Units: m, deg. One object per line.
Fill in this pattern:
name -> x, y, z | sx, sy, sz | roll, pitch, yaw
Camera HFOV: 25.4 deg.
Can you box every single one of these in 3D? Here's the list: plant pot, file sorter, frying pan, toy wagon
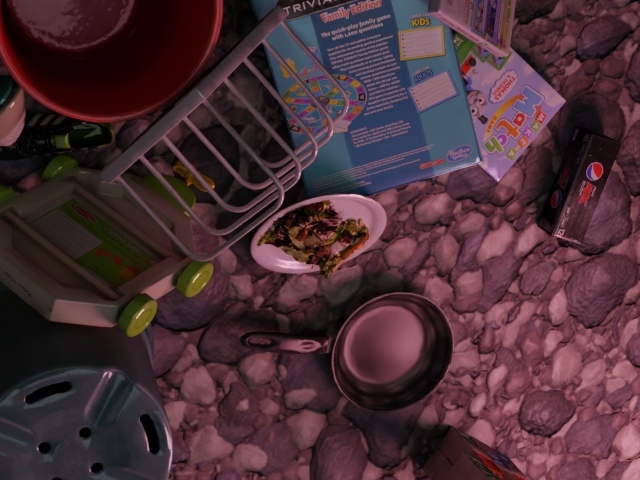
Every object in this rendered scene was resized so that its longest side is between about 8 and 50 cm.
plant pot -> -0.348, 0.215, 1.847 | 0.341, 0.334, 0.341 | -6, 109, -18
plant pot -> -0.285, -0.302, 1.742 | 0.275, 0.243, 0.275 | -7, 110, -19
file sorter -> -0.106, -0.133, 1.796 | 0.193, 0.277, 0.173 | -36, 102, 34
frying pan -> 0.046, 0.182, 2.131 | 0.326, 0.053, 0.197 | -14, 112, -12
toy wagon -> -0.268, -0.010, 1.855 | 0.344, 0.267, 0.068 | -34, 155, -49

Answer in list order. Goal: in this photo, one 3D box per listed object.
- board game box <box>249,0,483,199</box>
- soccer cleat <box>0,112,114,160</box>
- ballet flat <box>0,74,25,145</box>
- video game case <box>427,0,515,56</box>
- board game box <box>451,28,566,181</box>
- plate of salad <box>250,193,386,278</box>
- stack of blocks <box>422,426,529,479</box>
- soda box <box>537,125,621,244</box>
board game box -> 0.061, -0.234, 1.952 | 0.254, 0.079, 0.336 | -16, 114, -1
soccer cleat -> -0.360, -0.138, 1.868 | 0.179, 0.072, 0.060 | -10, 110, -16
ballet flat -> -0.416, -0.151, 1.764 | 0.086, 0.248, 0.086 | 2, 88, -40
video game case -> 0.216, -0.379, 1.929 | 0.193, 0.023, 0.212 | 19, 76, -52
board game box -> 0.236, -0.211, 2.072 | 0.211, 0.039, 0.160 | 39, 92, -26
plate of salad -> 0.000, 0.000, 2.004 | 0.200, 0.048, 0.200 | -12, 150, -7
stack of blocks -> 0.261, 0.396, 2.141 | 0.171, 0.297, 0.087 | 32, 97, -25
soda box -> 0.394, -0.084, 2.162 | 0.060, 0.053, 0.169 | 15, 103, -24
